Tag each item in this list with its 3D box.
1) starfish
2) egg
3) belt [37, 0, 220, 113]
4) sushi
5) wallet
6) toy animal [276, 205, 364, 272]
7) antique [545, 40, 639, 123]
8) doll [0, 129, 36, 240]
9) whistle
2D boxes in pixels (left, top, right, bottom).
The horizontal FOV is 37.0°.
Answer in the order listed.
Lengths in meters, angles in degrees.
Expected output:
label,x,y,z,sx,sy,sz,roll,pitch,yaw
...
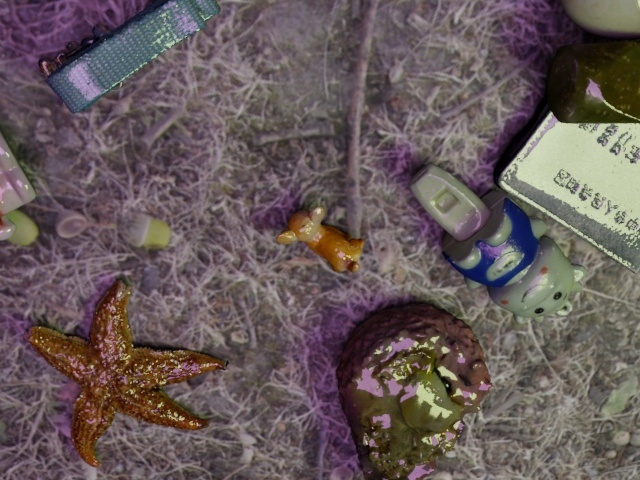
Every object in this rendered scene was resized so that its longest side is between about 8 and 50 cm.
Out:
label,x,y,z,sx,sy,sz,roll,pitch,yaw
starfish,-0.226,0.160,1.077,0.227,0.043,0.240,16,112,-11
egg,0.306,-0.252,0.923,0.152,0.114,0.114,-12,113,-7
belt,-0.183,-0.191,0.931,0.179,0.100,0.065,-35,111,-8
sushi,0.082,0.184,1.085,0.161,0.107,0.241,32,106,-13
wallet,0.311,-0.077,1.037,0.222,0.036,0.167,31,106,-17
toy animal,0.000,0.000,1.020,0.060,0.081,0.083,-46,129,15
antique,0.334,-0.157,0.950,0.221,0.080,0.081,-6,99,-19
doll,-0.429,-0.012,0.938,0.290,0.130,0.161,-29,119,-9
whistle,0.190,0.007,1.028,0.244,0.092,0.110,41,113,-20
